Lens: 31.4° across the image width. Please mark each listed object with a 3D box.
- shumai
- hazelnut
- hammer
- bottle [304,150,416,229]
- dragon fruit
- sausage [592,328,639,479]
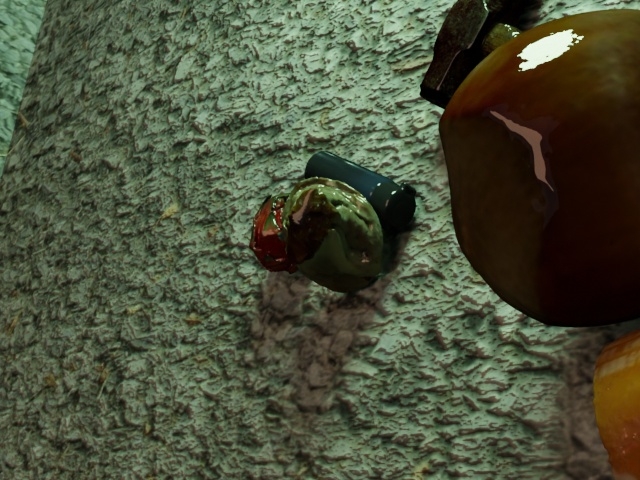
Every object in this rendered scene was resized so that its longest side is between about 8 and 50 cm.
[{"bbox_3d":[0.000,0.000,1.766,0.201,0.120,0.201,17,119,33],"label":"shumai"},{"bbox_3d":[0.316,-0.081,1.323,0.366,0.366,0.365,-28,51,40],"label":"hazelnut"},{"bbox_3d":[0.316,-0.257,1.612,0.409,0.095,0.242,35,99,51],"label":"hammer"},{"bbox_3d":[0.062,-0.081,1.839,0.244,0.072,0.082,28,85,53],"label":"bottle"},{"bbox_3d":[-0.058,-0.014,1.922,0.130,0.121,0.142,-10,77,10],"label":"dragon fruit"},{"bbox_3d":[0.441,0.157,1.113,0.287,0.233,0.233,-31,49,39],"label":"sausage"}]
